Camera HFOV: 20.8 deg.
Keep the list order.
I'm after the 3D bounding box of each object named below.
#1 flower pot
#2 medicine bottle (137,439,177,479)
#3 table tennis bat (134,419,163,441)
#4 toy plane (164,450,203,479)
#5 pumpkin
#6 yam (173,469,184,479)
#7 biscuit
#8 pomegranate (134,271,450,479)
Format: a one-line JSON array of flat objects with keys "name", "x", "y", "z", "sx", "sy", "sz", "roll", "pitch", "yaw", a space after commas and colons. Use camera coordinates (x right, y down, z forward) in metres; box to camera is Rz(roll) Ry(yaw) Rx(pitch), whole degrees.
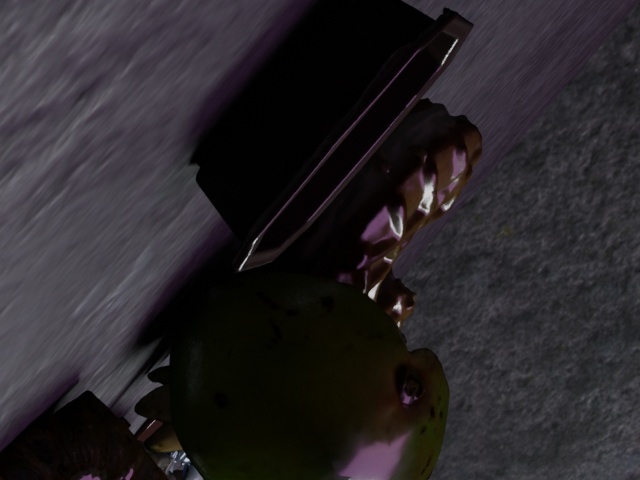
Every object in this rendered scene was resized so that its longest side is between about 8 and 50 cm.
[{"name": "flower pot", "x": 0.000, "y": -0.098, "z": 1.327, "sx": 0.251, "sy": 0.084, "sz": 0.179, "roll": -50, "pitch": 173, "yaw": 10}, {"name": "medicine bottle", "x": -0.268, "y": 0.346, "z": 1.929, "sx": 0.282, "sy": 0.123, "sz": 0.375, "roll": -57, "pitch": 175, "yaw": -4}, {"name": "table tennis bat", "x": -0.185, "y": 0.208, "z": 2.235, "sx": 0.158, "sy": 0.014, "sz": 0.095, "roll": -43, "pitch": 171, "yaw": -20}, {"name": "toy plane", "x": -0.134, "y": 0.220, "z": 2.344, "sx": 0.246, "sy": 0.078, "sz": 0.169, "roll": -51, "pitch": 145, "yaw": 7}, {"name": "pumpkin", "x": -0.205, "y": 0.284, "z": 1.663, "sx": 0.139, "sy": 0.280, "sz": 0.190, "roll": -40, "pitch": -170, "yaw": -25}, {"name": "yam", "x": -0.250, "y": 0.424, "z": 2.630, "sx": 0.238, "sy": 0.129, "sz": 0.128, "roll": -16, "pitch": 112, "yaw": -79}, {"name": "biscuit", "x": 0.042, "y": 0.019, "z": 1.932, "sx": 0.268, "sy": 0.115, "sz": 0.366, "roll": -40, "pitch": 157, "yaw": -35}, {"name": "pomegranate", "x": -0.047, "y": 0.188, "z": 1.787, "sx": 0.358, "sy": 0.310, "sz": 0.216, "roll": -14, "pitch": -129, "yaw": 36}]
